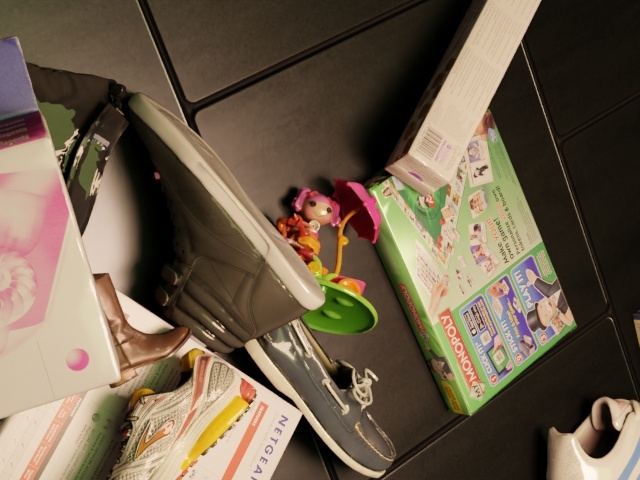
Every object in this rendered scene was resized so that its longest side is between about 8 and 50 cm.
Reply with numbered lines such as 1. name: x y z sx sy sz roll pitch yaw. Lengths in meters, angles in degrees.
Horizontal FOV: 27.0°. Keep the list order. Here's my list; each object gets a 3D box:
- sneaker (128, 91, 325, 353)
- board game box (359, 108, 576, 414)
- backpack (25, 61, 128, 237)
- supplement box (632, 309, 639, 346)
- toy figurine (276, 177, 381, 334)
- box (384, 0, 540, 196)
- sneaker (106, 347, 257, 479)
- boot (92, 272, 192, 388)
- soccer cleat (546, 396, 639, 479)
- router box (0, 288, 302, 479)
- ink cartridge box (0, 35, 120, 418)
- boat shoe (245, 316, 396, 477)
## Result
1. sneaker: -0.141 -0.008 1.392 0.147 0.104 0.296 -39 88 9
2. board game box: 0.185 0.026 1.653 0.213 0.046 0.317 -34 109 -29
3. backpack: -0.275 -0.075 1.294 0.152 0.115 0.182 7 88 -22
4. supplement box: 0.491 0.128 1.858 0.083 0.056 0.083 -23 104 -32
5. toy figurine: 0.000 0.000 1.507 0.173 0.130 0.159 21 64 -8
6. box: 0.178 -0.199 1.601 0.067 0.063 0.324 34 63 -14
7. sneaker: -0.168 0.198 1.301 0.093 0.088 0.225 46 65 -4
8. boot: -0.190 0.071 1.304 0.106 0.037 0.114 -33 104 -32
9. soccer cleat: 0.437 0.264 1.787 0.331 0.116 0.143 -17 101 -33
10. router box: -0.216 0.249 1.358 0.301 0.082 0.335 38 70 -29
11. ink cartridge box: -0.378 0.018 1.186 0.324 0.071 0.330 -17 103 -10
12. boat shoe: 0.013 0.165 1.504 0.079 0.095 0.254 -38 108 9
